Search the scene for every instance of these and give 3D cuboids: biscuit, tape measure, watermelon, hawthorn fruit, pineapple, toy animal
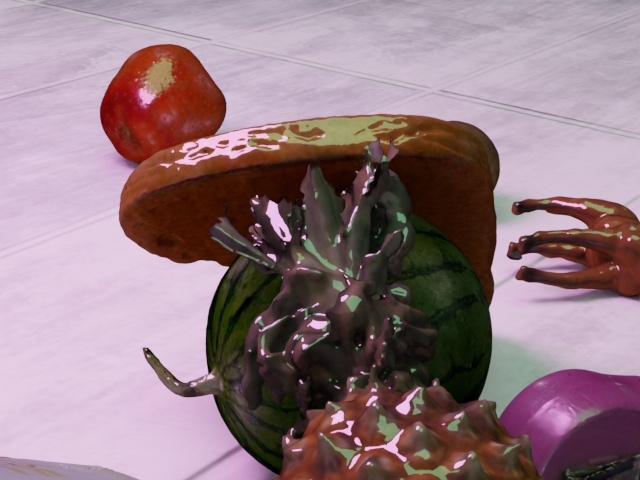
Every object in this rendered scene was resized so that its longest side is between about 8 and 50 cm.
[{"bbox_3d":[0.000,-0.002,0.973,0.262,0.277,0.052,-8,58,5],"label":"biscuit"},{"bbox_3d":[0.166,0.139,0.795,0.125,0.118,0.074,-12,24,-21],"label":"tape measure"},{"bbox_3d":[0.007,0.070,0.854,0.215,0.188,0.188,-14,27,-25],"label":"watermelon"},{"bbox_3d":[-0.183,-0.149,1.455,0.133,0.132,0.138,11,30,22],"label":"hawthorn fruit"},{"bbox_3d":[0.037,0.103,0.666,0.175,0.175,0.361,-2,52,-7],"label":"pineapple"},{"bbox_3d":[0.286,0.026,1.142,0.230,0.066,0.224,7,22,-1],"label":"toy animal"}]

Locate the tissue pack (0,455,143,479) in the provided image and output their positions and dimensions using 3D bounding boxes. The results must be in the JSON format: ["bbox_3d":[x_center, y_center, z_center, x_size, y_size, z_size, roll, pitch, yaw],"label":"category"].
[{"bbox_3d":[-0.217,0.150,0.465,0.287,0.162,0.388,3,-11,14],"label":"tissue pack"}]

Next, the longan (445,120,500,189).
[{"bbox_3d":[0.127,-0.069,1.331,0.119,0.106,0.106,-35,-4,39],"label":"longan"}]
